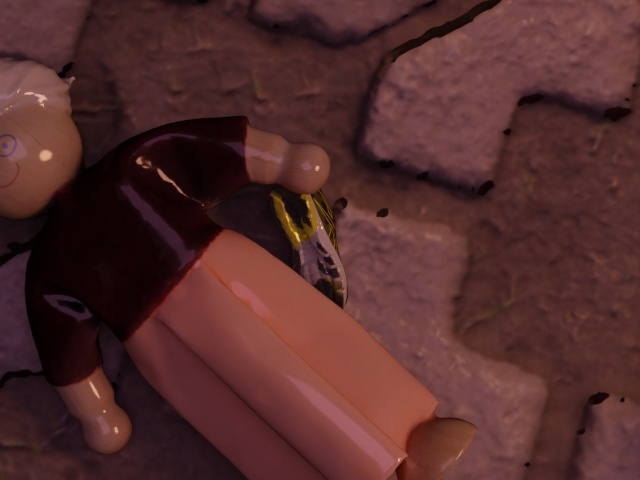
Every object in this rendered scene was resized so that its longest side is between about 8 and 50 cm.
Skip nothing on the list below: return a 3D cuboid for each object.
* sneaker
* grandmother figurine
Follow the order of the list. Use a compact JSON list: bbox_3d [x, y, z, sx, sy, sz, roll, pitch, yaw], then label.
[{"bbox_3d":[0.000,0.000,0.892,0.031,0.035,0.083,-9,108,30],"label":"sneaker"},{"bbox_3d":[-0.076,0.022,0.852,0.342,0.104,0.208,40,90,2],"label":"grandmother figurine"}]
